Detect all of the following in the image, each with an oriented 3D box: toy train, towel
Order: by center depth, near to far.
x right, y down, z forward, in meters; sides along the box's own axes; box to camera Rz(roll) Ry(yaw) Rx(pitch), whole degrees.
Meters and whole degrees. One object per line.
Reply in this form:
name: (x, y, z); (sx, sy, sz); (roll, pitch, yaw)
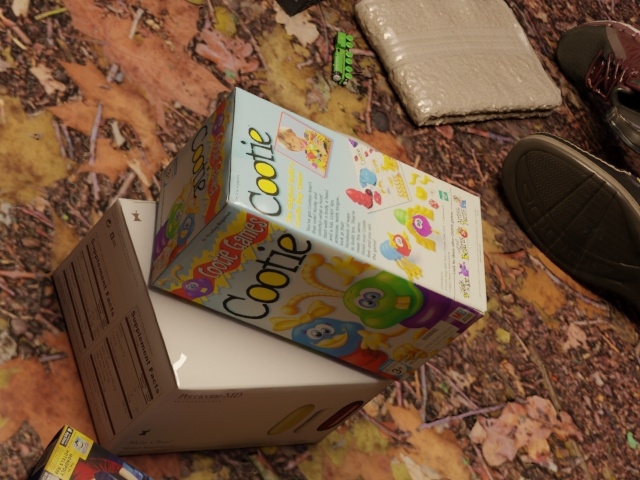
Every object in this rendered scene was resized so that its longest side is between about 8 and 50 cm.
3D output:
toy train: (0.026, -0.223, 2.111); (0.023, 0.017, 0.083); (17, 48, -16)
towel: (0.184, -0.236, 2.228); (0.282, 0.049, 0.187); (-9, 64, -43)

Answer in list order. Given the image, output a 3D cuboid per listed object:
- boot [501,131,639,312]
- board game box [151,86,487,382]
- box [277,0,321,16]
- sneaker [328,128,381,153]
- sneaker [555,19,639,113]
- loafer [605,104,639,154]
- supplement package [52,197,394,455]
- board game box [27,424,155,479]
boot: (0.419, -0.049, 2.209); (0.377, 0.138, 0.284); (34, 37, 0)
board game box: (0.000, 0.000, 1.596); (0.275, 0.142, 0.144); (23, 45, -24)
box: (0.018, -0.375, 2.117); (0.093, 0.158, 0.156); (50, 42, 4)
sneaker: (0.051, -0.016, 1.885); (0.321, 0.126, 0.127); (24, 40, -26)
sneaker: (0.397, -0.213, 2.264); (0.281, 0.106, 0.162); (27, 26, 35)
loafer: (0.436, -0.130, 2.151); (0.170, 0.061, 0.062); (26, 37, -13)
supplement package: (-0.093, 0.084, 1.672); (0.262, 0.145, 0.204); (1, 58, -38)
board game box: (-0.187, 0.291, 1.495); (0.194, 0.060, 0.194); (36, 42, -13)
